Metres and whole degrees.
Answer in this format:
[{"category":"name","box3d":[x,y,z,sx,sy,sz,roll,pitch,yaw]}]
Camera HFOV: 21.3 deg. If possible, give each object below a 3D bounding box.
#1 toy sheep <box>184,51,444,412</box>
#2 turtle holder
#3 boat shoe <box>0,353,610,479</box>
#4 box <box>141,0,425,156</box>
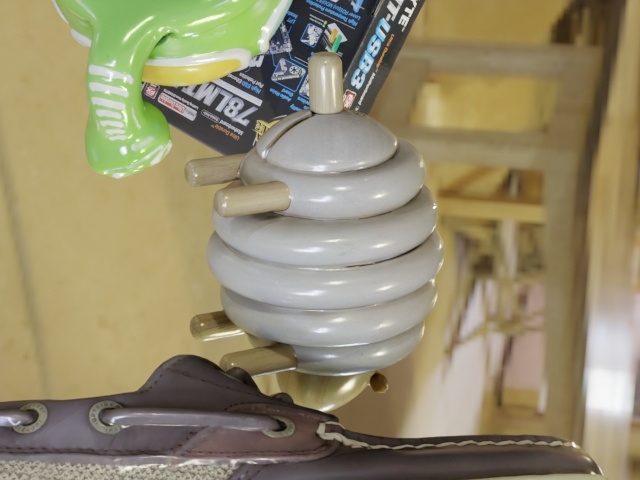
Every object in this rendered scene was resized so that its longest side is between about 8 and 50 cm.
[{"category":"toy sheep","box3d":[0.000,0.000,0.591,0.091,0.091,0.132,-57,151,-61]},{"category":"turtle holder","box3d":[-0.119,-0.230,1.499,0.227,0.243,0.320,81,-7,-65]},{"category":"boat shoe","box3d":[-0.042,0.082,0.545,0.103,0.285,0.092,104,-23,-53]},{"category":"box","box3d":[-0.052,-0.227,1.704,0.073,0.295,0.293,18,100,-54]}]
